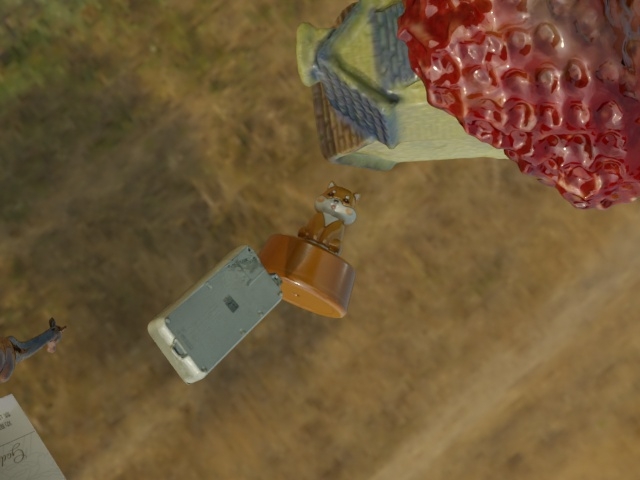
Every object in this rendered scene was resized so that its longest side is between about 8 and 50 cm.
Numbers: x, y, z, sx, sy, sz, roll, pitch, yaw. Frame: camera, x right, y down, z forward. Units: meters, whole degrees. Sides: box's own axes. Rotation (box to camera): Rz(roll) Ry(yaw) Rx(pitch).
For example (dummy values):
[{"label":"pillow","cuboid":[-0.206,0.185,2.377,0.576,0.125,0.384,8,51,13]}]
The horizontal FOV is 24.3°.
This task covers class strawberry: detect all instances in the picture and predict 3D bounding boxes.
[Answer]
[{"label":"strawberry","cuboid":[0.224,-0.189,1.307,0.265,0.336,0.149,-40,-165,-30]}]

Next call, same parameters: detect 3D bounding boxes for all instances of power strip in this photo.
[{"label":"power strip","cuboid":[-0.112,0.078,1.636,0.035,0.081,0.192,-29,-169,43]}]

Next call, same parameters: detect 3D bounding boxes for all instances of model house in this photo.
[{"label":"model house","cuboid":[0.111,-0.233,1.803,0.266,0.261,0.321,-8,165,5]}]

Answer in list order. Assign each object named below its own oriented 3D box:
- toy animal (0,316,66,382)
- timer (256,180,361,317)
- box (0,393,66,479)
[{"label":"toy animal","cuboid":[-0.455,0.176,2.115,0.229,0.066,0.224,-56,161,-21]},{"label":"timer","cuboid":[0.000,0.000,1.819,0.132,0.132,0.152,66,47,-71]},{"label":"box","cuboid":[-0.372,0.281,1.781,0.109,0.198,0.029,-21,150,-32]}]
